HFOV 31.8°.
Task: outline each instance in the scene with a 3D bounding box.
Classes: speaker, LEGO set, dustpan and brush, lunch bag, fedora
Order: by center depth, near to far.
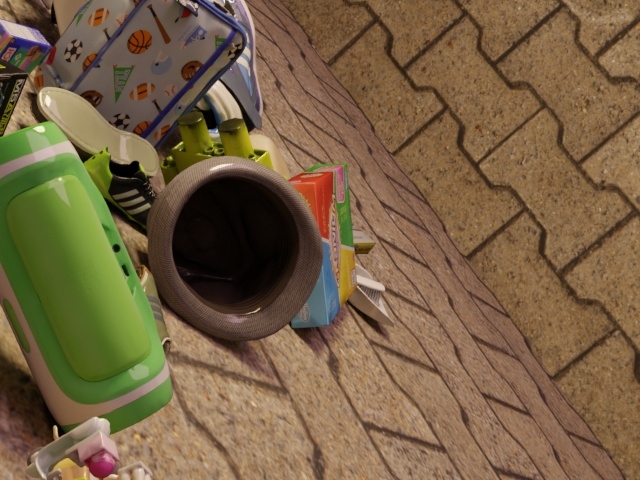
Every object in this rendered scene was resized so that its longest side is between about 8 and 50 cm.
[{"bbox_3d":[-0.151,0.269,0.977,0.287,0.132,0.107,44,22,-41],"label":"LEGO set"},{"bbox_3d":[-0.251,0.040,1.096,0.131,0.131,0.296,-51,120,-76],"label":"speaker"},{"bbox_3d":[-0.141,0.003,1.590,0.275,0.244,0.124,35,-10,-35],"label":"fedora"},{"bbox_3d":[-0.260,-0.271,1.692,0.243,0.303,0.115,31,19,-51],"label":"lunch bag"},{"bbox_3d":[0.064,0.079,2.206,0.211,0.060,0.147,22,27,-32],"label":"dustpan and brush"}]

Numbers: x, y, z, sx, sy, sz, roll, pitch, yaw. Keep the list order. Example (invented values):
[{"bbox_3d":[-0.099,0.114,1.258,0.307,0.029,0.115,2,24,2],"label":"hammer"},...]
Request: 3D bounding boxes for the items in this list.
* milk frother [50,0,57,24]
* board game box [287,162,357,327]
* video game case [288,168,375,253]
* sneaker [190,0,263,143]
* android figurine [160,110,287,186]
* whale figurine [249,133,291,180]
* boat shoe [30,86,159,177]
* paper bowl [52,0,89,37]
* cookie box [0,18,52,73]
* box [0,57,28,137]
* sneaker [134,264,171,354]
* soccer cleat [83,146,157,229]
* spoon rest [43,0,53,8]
[{"bbox_3d":[-0.498,-0.462,1.940,0.134,0.143,0.129,8,-14,-10],"label":"milk frother"},{"bbox_3d":[0.000,0.000,1.965,0.316,0.064,0.242,-44,129,-75],"label":"board game box"},{"bbox_3d":[-0.029,-0.068,2.292,0.275,0.035,0.248,41,13,14],"label":"video game case"},{"bbox_3d":[-0.201,-0.320,1.966,0.236,0.130,0.323,-41,118,-69],"label":"sneaker"},{"bbox_3d":[-0.137,-0.064,1.720,0.248,0.056,0.273,14,-50,34],"label":"android figurine"},{"bbox_3d":[-0.120,-0.047,1.919,0.216,0.141,0.272,56,24,-62],"label":"whale figurine"},{"bbox_3d":[-0.334,-0.141,1.618,0.228,0.068,0.081,34,46,-44],"label":"boat shoe"},{"bbox_3d":[-0.356,-0.373,1.848,0.284,0.148,0.284,169,-90,-82],"label":"paper bowl"},{"bbox_3d":[-0.438,-0.256,1.558,0.040,0.092,0.107,48,15,12],"label":"cookie box"},{"bbox_3d":[-0.374,-0.085,1.098,0.045,0.191,0.184,27,14,3],"label":"box"},{"bbox_3d":[-0.215,0.105,1.337,0.086,0.064,0.192,52,13,-18],"label":"sneaker"},{"bbox_3d":[-0.264,-0.070,1.613,0.179,0.072,0.060,35,19,-42],"label":"soccer cleat"},{"bbox_3d":[-0.411,-0.436,2.129,0.137,0.084,0.276,55,16,24],"label":"spoon rest"}]
